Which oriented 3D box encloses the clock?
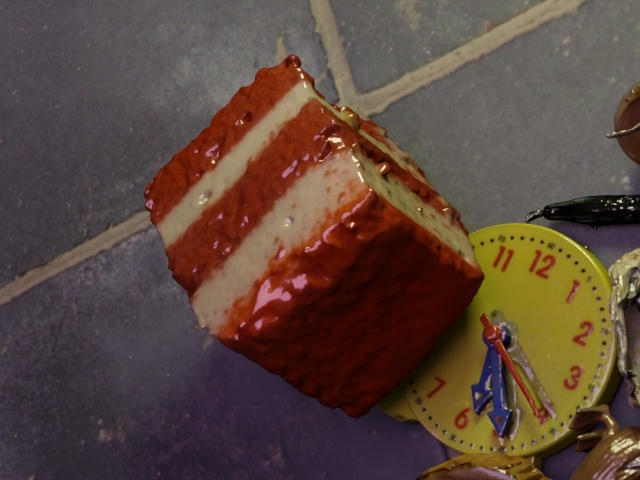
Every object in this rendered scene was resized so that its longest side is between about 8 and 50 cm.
[{"bbox_3d":[0.207,0.117,1.613,0.277,0.071,0.293,19,84,35],"label":"clock"}]

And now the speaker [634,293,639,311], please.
[{"bbox_3d":[0.500,0.161,1.348,0.180,0.184,0.388,-47,57,10],"label":"speaker"}]

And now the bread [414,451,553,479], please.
[{"bbox_3d":[0.183,0.326,1.522,0.199,0.104,0.199,1,93,31],"label":"bread"}]

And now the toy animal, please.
[{"bbox_3d":[0.341,0.246,1.468,0.188,0.089,0.179,-28,45,-1],"label":"toy animal"}]

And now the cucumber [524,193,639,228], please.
[{"bbox_3d":[0.317,-0.032,1.619,0.163,0.043,0.039,-2,115,34],"label":"cucumber"}]

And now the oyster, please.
[{"bbox_3d":[0.346,0.091,1.512,0.072,0.133,0.209,-22,66,51],"label":"oyster"}]

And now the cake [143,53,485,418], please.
[{"bbox_3d":[0.000,0.000,1.628,0.270,0.269,0.319,-45,42,14],"label":"cake"}]

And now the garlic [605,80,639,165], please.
[{"bbox_3d":[0.407,-0.103,1.494,0.207,0.257,0.207,21,129,29],"label":"garlic"}]
